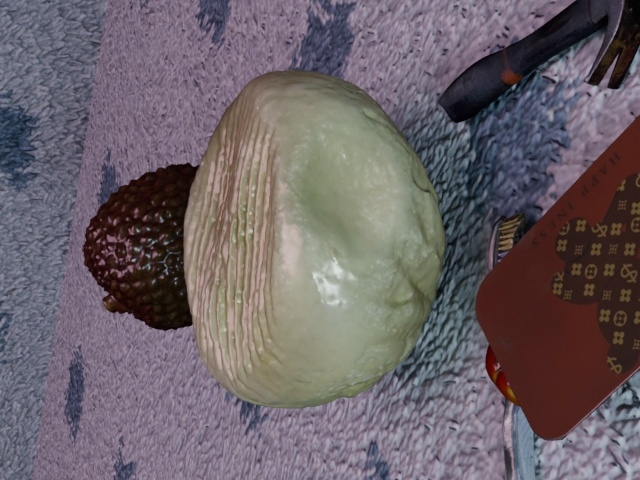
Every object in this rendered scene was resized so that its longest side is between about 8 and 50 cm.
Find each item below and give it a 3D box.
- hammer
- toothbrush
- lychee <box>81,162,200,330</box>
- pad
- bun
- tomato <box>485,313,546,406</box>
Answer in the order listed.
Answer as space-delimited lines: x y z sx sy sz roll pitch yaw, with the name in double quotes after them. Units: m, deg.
0.196 -0.169 1.077 0.290 0.037 0.137 147 126 -60 "hammer"
0.176 0.177 1.055 0.042 0.035 0.413 -22 65 60 "toothbrush"
-0.233 0.009 1.782 0.271 0.236 0.236 -47 37 16 "lychee"
0.228 0.018 0.918 0.267 0.004 0.181 -51 38 26 "pad"
0.000 0.000 1.248 0.352 0.227 0.348 17 101 63 "bun"
0.187 0.102 1.002 0.087 0.075 0.087 -26 56 46 "tomato"
